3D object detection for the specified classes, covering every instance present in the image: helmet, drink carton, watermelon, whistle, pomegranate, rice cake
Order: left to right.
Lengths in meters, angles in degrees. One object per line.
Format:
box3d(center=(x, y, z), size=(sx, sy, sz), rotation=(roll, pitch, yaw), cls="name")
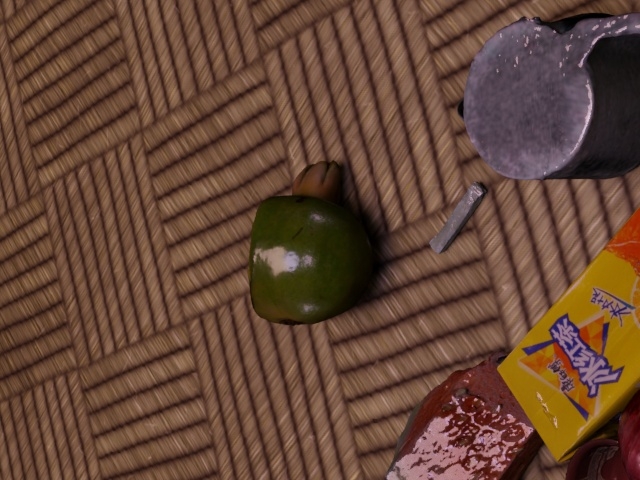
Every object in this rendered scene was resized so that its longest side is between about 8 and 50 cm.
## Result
box3d(center=(0.001, 0.014, 2.268), size=(0.159, 0.241, 0.190), rotation=(2, 121, 14), cls="pomegranate")
box3d(center=(0.185, -0.030, 2.145), size=(0.022, 0.021, 0.121), rotation=(48, 126, 21), cls="rice cake")
box3d(center=(0.207, 0.252, 2.091), size=(0.257, 0.139, 0.193), rotation=(-46, 68, 31), cls="watermelon")
box3d(center=(0.335, -0.205, 1.862), size=(0.405, 0.168, 0.188), rotation=(-42, 64, 36), cls="whistle")
box3d(center=(0.370, 0.096, 1.891), size=(0.351, 0.111, 0.154), rotation=(-55, 54, 36), cls="drink carton")
box3d(center=(0.388, 0.299, 1.885), size=(0.175, 0.106, 0.155), rotation=(14, 111, 48), cls="helmet")

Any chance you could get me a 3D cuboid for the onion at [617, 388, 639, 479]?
box3d(center=(0.444, 0.231, 1.720), size=(0.190, 0.246, 0.246), rotation=(-53, 56, 22), cls="onion")
